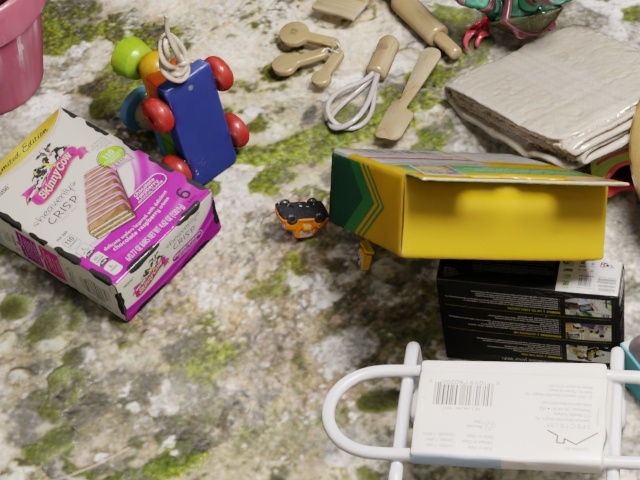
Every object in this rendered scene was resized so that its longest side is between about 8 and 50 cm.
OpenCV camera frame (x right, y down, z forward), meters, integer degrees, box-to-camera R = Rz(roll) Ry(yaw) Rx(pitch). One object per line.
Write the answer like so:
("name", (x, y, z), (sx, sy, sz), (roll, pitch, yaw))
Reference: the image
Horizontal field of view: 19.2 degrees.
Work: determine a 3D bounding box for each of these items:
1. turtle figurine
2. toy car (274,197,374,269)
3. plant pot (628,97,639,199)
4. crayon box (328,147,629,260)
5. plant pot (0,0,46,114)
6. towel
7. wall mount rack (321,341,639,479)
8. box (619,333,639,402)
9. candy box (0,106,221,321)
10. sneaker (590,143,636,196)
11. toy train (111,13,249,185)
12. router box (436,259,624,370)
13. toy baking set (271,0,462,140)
("turtle figurine", (0.234, -0.289, 2.151), (0.175, 0.118, 0.234), (-30, 15, -24))
("toy car", (0.000, 0.000, 2.018), (0.060, 0.040, 0.122), (-17, 44, -33))
("plant pot", (0.430, -0.092, 1.933), (0.236, 0.032, 0.236), (0, 88, -13))
("crayon box", (0.144, -0.035, 1.847), (0.203, 0.083, 0.323), (1, 6, -14))
("plant pot", (-0.404, -0.250, 2.201), (0.201, 0.180, 0.201), (-5, 50, 6))
("towel", (0.274, -0.158, 2.048), (0.187, 0.049, 0.282), (-25, 27, -14))
("wall mount rack", (0.173, 0.233, 1.750), (0.350, 0.130, 0.304), (1, 47, 11))
("box", (0.422, 0.100, 1.855), (0.244, 0.060, 0.100), (-25, 51, -12))
("candy box", (-0.248, -0.033, 2.066), (0.233, 0.071, 0.159), (28, 60, 29))
("sneaker", (0.383, -0.077, 2.003), (0.209, 0.081, 0.094), (-3, 49, 22))
("toy train", (-0.176, -0.184, 2.069), (0.105, 0.248, 0.143), (-38, 50, -21))
("router box", (0.208, 0.070, 1.867), (0.179, 0.133, 0.046), (6, 52, 13))
("toy baking set", (0.060, -0.209, 2.196), (0.197, 0.030, 0.256), (-34, 53, -15))
